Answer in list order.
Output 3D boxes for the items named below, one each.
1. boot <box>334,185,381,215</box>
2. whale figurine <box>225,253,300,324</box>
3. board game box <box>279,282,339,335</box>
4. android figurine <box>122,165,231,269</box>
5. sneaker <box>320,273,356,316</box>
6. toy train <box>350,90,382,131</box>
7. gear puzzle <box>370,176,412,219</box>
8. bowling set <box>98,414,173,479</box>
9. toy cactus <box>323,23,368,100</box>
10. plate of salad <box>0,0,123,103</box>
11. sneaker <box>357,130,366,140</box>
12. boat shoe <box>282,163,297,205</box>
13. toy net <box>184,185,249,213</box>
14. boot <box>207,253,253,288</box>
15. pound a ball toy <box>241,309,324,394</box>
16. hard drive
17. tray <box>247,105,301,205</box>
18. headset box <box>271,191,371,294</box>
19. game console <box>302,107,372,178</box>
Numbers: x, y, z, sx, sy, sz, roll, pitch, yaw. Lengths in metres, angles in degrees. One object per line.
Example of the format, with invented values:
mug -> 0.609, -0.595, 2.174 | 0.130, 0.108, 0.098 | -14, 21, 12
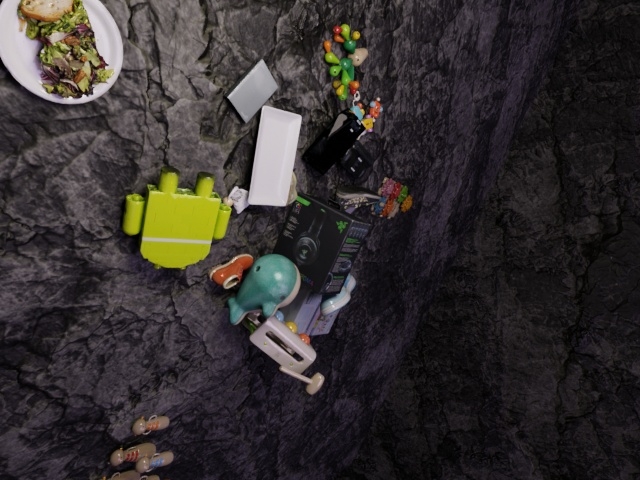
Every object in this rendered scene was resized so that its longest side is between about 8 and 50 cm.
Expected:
boot -> 0.126, -0.117, 1.612 | 0.237, 0.085, 0.178 | -4, 121, -45
whale figurine -> -0.199, 0.150, 1.298 | 0.272, 0.216, 0.141 | -33, 135, 8
board game box -> -0.032, 0.278, 1.709 | 0.303, 0.098, 0.224 | 14, 105, -55
android figurine -> -0.346, -0.043, 1.005 | 0.248, 0.056, 0.272 | 2, 119, -32
sneaker -> 0.021, 0.145, 1.553 | 0.127, 0.208, 0.319 | -31, -175, 17
toy train -> 0.146, -0.444, 1.415 | 0.166, 0.046, 0.125 | 5, 96, -48
gear puzzle -> 0.350, -0.175, 1.897 | 0.339, 0.044, 0.175 | 9, 109, -55
bowling set -> -0.553, 0.713, 1.281 | 0.154, 0.200, 0.286 | 24, 92, -56
toy cactus -> 0.091, -0.536, 1.227 | 0.180, 0.112, 0.218 | -46, 138, -37
plate of salad -> -0.439, -0.336, 0.714 | 0.200, 0.048, 0.199 | -34, 140, -35
sneaker -> 0.127, -0.379, 1.456 | 0.083, 0.032, 0.037 | -48, 129, -20
boat shoe -> -0.109, -0.172, 1.282 | 0.048, 0.056, 0.153 | -45, 153, -28
toy net -> -0.282, -0.113, 1.109 | 0.232, 0.045, 0.122 | -24, 132, -44
boot -> -0.258, 0.098, 1.272 | 0.158, 0.085, 0.059 | -30, 136, -39
pound a ball toy -> -0.110, 0.376, 1.466 | 0.136, 0.208, 0.319 | -45, 120, -4
hard drive -> -0.176, -0.381, 1.052 | 0.135, 0.022, 0.094 | -52, 147, -10
tray -> -0.136, -0.234, 1.175 | 0.145, 0.030, 0.270 | -2, 107, -48
headset box -> 0.000, 0.000, 1.386 | 0.131, 0.246, 0.283 | 8, 110, -56
game console -> 0.088, -0.295, 1.425 | 0.213, 0.044, 0.361 | -46, 155, 9
